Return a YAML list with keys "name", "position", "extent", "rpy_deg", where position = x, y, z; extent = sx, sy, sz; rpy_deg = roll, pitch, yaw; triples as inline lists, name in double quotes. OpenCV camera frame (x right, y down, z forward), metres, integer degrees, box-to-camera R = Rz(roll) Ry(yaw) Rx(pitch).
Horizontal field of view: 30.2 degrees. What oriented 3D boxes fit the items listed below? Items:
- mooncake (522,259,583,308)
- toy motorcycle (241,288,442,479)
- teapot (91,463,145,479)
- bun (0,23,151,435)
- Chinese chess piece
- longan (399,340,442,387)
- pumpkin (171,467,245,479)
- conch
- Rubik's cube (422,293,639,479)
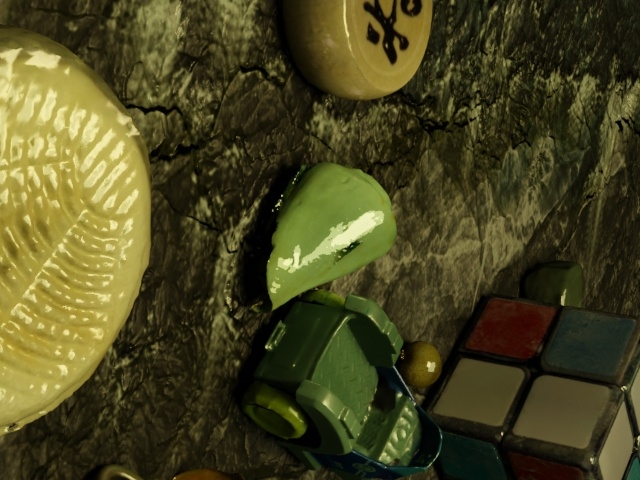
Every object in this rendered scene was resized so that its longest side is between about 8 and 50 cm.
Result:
- name: "mooncake"
  position: [0.450, 0.123, 2.272]
  extent: [0.168, 0.104, 0.175]
  rpy_deg: [37, 64, -49]
- name: "toy motorcycle"
  position: [0.053, 0.233, 1.620]
  extent: [0.191, 0.200, 0.326]
  rpy_deg: [-60, 138, -30]
- name: "teapot"
  position: [-0.231, 0.339, 1.257]
  extent: [0.175, 0.185, 0.268]
  rpy_deg: [40, 26, -20]
- name: "bun"
  position: [-0.318, -0.011, 1.018]
  extent: [0.364, 0.202, 0.364]
  rpy_deg: [-29, 127, -49]
- name: "Chinese chess piece"
  position: [0.052, -0.317, 1.597]
  extent: [0.257, 0.104, 0.257]
  rpy_deg: [-16, 110, -55]
- name: "longan"
  position: [0.153, 0.195, 1.885]
  extent: [0.083, 0.075, 0.075]
  rpy_deg: [25, 70, -12]
- name: "pumpkin"
  position: [-0.145, 0.415, 1.390]
  extent: [0.278, 0.163, 0.111]
  rpy_deg: [-59, 138, -30]
- name: "conch"
  position: [-0.004, -0.019, 1.579]
  extent: [0.250, 0.137, 0.143]
  rpy_deg: [-18, 140, -34]
- name: "Rubik's cube"
  position: [0.397, 0.317, 2.042]
  extent: [0.316, 0.313, 0.318]
  rpy_deg: [-55, 139, -34]
